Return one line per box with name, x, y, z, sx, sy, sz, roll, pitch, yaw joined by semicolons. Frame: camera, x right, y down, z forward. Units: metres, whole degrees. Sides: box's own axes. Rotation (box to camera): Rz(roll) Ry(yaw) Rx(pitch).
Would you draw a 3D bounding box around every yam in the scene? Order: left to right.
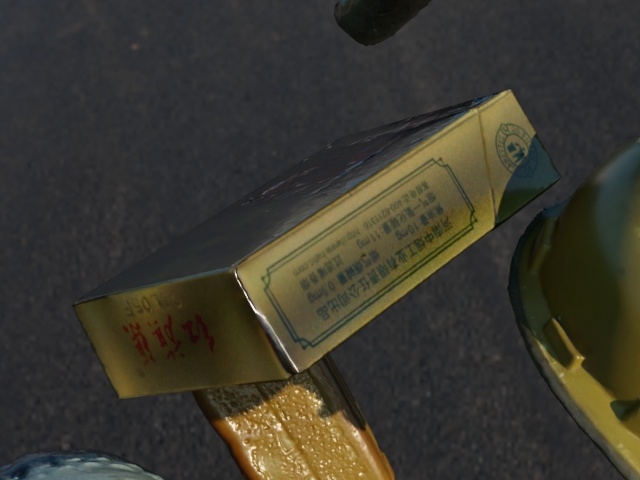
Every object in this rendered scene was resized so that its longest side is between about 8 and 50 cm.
yam;0.129;-0.293;1.244;0.083;0.371;0.083;13;59;-24

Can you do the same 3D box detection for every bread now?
bread;-0.023;0.164;1.197;0.116;0.200;0.077;-28;11;5

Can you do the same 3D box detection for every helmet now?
helmet;0.220;0.020;0.694;0.205;0.140;0.257;-3;45;-23

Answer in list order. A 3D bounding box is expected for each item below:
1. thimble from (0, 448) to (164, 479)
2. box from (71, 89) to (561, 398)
thimble;-0.169;0.266;0.938;0.237;0.237;0.150;-15;16;-25
box;0.000;0.000;0.766;0.240;0.071;0.159;-34;12;-39
